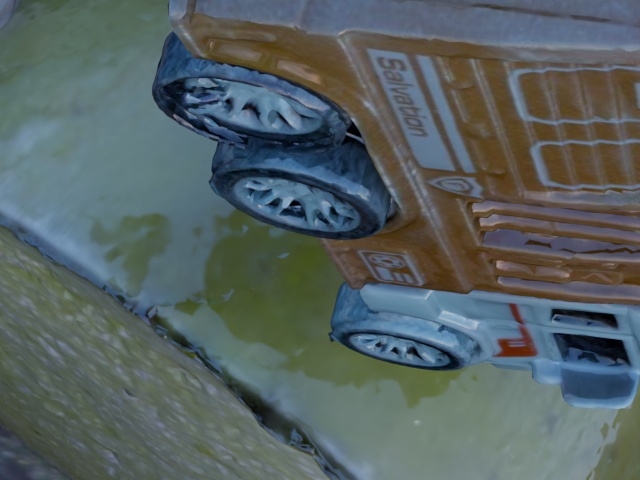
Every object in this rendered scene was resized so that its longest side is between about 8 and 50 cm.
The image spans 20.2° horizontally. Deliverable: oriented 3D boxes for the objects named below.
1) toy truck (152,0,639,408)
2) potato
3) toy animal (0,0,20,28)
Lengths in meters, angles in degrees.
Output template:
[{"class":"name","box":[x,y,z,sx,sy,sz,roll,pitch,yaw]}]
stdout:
[{"class":"toy truck","box":[0.070,-0.048,0.553,0.162,0.305,0.136,9,72,17]},{"class":"potato","box":[0.000,0.000,0.939,0.442,0.385,0.319,36,71,11]},{"class":"toy animal","box":[-0.153,-0.139,0.459,0.156,0.208,0.204,10,113,10]}]
